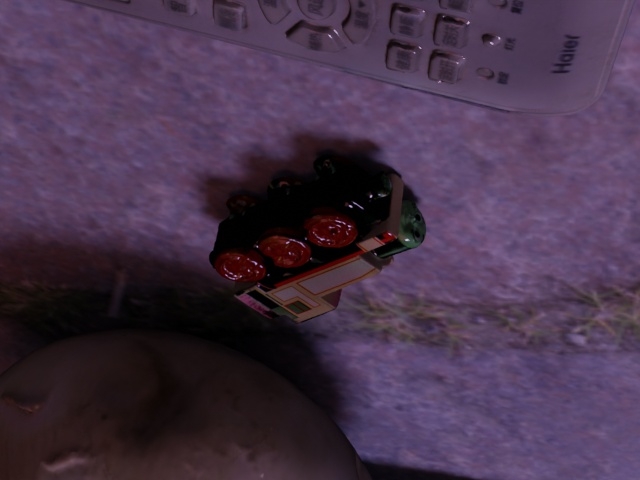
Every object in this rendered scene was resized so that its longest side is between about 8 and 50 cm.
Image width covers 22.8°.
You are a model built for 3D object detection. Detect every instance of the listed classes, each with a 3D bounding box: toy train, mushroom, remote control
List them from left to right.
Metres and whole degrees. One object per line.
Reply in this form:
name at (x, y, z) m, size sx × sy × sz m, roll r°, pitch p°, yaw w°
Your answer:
mushroom at (-0.110, 0.230, 1.094) m, size 0.315 × 0.315 × 0.356 m, roll 12°, pitch 101°, yaw 2°
remote control at (-0.011, -0.134, 0.742) m, size 0.313 × 0.055 × 0.109 m, roll 14°, pitch 153°, yaw 6°
toy train at (0.000, 0.000, 0.928) m, size 0.138 × 0.050 × 0.087 m, roll -23°, pitch 136°, yaw 39°
